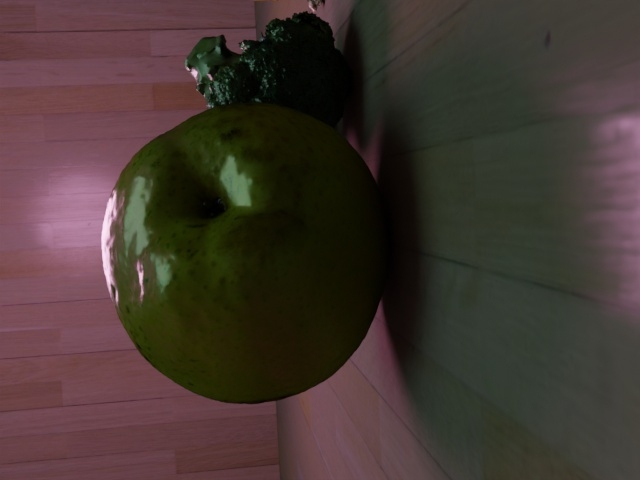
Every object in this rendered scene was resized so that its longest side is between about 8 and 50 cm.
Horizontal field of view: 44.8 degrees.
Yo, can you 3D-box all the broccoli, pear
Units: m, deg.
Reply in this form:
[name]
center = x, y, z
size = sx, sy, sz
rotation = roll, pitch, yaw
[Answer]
[broccoli]
center = -0.083, -0.225, 1.180
size = 0.270, 0.270, 0.270
rotation = 33, 143, 24
[pear]
center = -0.090, 0.006, 0.956
size = 0.391, 0.391, 0.391
rotation = 177, 90, -82

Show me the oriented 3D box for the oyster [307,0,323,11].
[oyster]
center = -0.012, -0.460, 1.405
size = 0.051, 0.034, 0.093
rotation = 121, 150, -63
